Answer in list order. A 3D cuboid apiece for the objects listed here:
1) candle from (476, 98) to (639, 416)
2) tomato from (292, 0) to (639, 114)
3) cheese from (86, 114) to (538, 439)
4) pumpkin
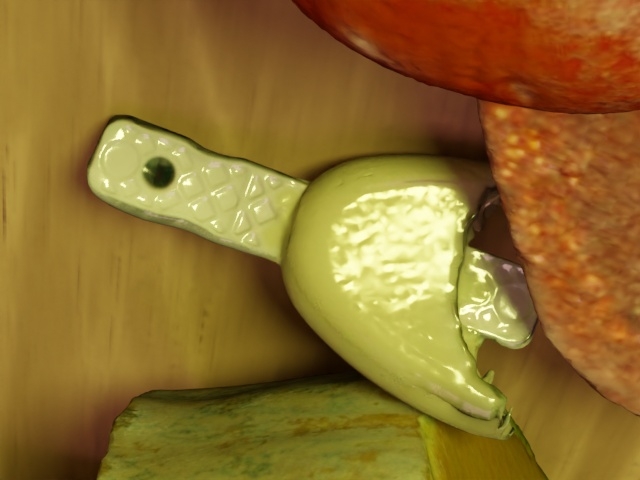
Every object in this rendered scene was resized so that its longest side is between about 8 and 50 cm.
[{"bbox_3d":[0.187,-0.050,0.711,0.287,0.131,0.317,29,134,-19],"label":"candle"},{"bbox_3d":[0.079,-0.142,0.556,0.232,0.232,0.188,-2,146,12],"label":"tomato"},{"bbox_3d":[0.000,0.000,0.825,0.235,0.127,0.050,19,175,4],"label":"cheese"},{"bbox_3d":[0.038,0.207,0.906,0.199,0.332,0.332,-20,134,9],"label":"pumpkin"}]
